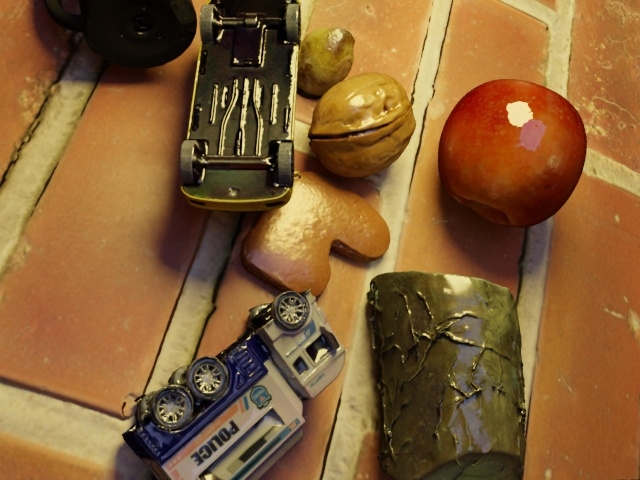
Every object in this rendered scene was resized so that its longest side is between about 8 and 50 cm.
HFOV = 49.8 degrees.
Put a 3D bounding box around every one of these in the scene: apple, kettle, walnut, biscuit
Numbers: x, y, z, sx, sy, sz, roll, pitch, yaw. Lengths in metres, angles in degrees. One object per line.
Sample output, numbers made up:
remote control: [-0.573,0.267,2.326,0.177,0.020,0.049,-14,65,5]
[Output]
apple: [0.285,-0.133,1.039,0.218,0.218,0.201,27,88,-9]
kettle: [-0.285,-0.362,0.961,0.202,0.144,0.232,-22,59,5]
walnut: [0.060,-0.168,1.014,0.180,0.144,0.144,-27,81,-36]
biscuit: [0.000,0.000,0.979,0.186,0.036,0.192,34,62,-7]

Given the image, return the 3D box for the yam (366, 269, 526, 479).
yam: [0.164,0.183,0.886,0.202,0.201,0.272,10,72,-16]

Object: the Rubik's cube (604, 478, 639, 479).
Rubik's cube: [0.263,0.429,0.786,0.249,0.248,0.247,-10,72,-22]

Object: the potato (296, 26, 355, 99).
potato: [0.004,-0.271,1.051,0.096,0.103,0.067,12,63,-15]

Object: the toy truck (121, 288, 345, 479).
toy truck: [-0.087,0.187,0.822,0.268,0.124,0.155,-38,93,-27]

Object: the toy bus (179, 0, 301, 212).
toy bus: [-0.095,-0.177,0.940,0.145,0.151,0.331,2,66,2]
